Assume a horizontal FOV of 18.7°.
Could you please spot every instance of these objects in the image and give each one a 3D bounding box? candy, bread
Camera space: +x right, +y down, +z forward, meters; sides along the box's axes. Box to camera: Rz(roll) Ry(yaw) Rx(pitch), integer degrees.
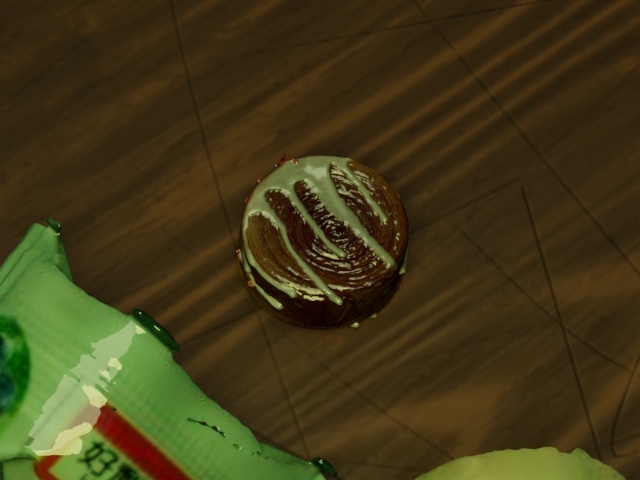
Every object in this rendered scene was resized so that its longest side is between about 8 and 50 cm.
[{"bbox_3d":[-0.170,0.202,1.615,0.398,0.172,0.263,43,79,-5],"label":"candy"},{"bbox_3d":[0.000,0.000,1.744,0.160,0.073,0.160,1,65,-2],"label":"bread"}]

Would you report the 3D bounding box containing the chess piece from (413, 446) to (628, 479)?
[{"bbox_3d":[0.156,0.390,1.411,0.234,0.234,0.442,1,47,-2],"label":"chess piece"}]
